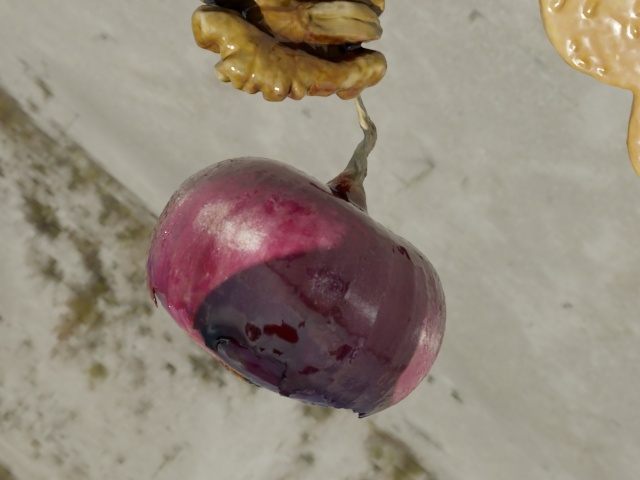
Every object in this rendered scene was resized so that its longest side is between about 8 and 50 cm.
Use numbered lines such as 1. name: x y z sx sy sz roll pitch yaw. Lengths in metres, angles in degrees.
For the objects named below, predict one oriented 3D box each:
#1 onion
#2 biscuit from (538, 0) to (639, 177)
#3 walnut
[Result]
1. onion: -0.011 0.037 1.411 0.358 0.345 0.358 37 -159 -17
2. biscuit: 0.314 -0.147 0.726 0.216 0.339 0.047 55 -147 -10
3. walnut: -0.028 -0.175 1.023 0.170 0.143 0.069 8 163 -22
